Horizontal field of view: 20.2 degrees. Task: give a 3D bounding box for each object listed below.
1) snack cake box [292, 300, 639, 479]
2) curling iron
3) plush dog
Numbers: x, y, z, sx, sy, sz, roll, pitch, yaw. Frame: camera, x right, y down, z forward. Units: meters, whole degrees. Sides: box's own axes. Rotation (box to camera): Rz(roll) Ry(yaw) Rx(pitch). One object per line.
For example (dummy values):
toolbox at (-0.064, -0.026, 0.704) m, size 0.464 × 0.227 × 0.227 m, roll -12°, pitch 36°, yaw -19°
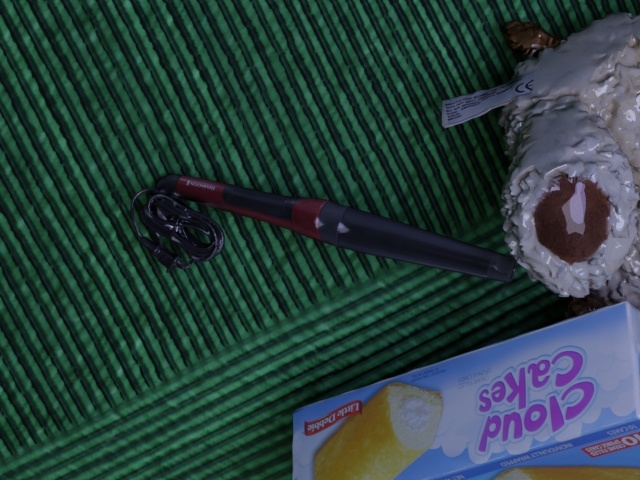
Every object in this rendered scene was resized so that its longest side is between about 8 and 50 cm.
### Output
snack cake box at (0.129, 0.145, 1.221) m, size 0.264 × 0.089 × 0.152 m, roll -22°, pitch 140°, yaw 29°
curling iron at (0.000, 0.000, 1.246) m, size 0.274 × 0.035 × 0.068 m, roll 7°, pitch 98°, yaw 12°
plush dog at (0.221, -0.038, 1.248) m, size 0.262 × 0.210 × 0.225 m, roll -37°, pitch 123°, yaw -13°
